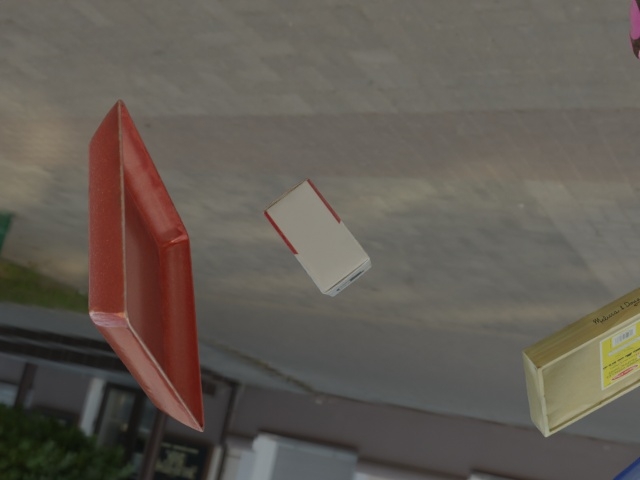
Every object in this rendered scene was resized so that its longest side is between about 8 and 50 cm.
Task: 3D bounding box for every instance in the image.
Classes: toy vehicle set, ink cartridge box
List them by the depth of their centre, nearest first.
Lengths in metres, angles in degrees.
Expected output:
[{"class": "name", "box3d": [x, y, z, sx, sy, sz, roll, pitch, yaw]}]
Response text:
[{"class": "ink cartridge box", "box3d": [0.000, 0.000, 1.246, 0.127, 0.072, 0.175, 52, -179, 5]}, {"class": "toy vehicle set", "box3d": [0.396, 0.145, 1.299, 0.266, 0.035, 0.166, -26, 136, -9]}]

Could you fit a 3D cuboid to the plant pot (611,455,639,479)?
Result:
[{"class": "plant pot", "box3d": [0.375, 0.257, 0.808, 0.236, 0.212, 0.236, 4, 133, -48]}]

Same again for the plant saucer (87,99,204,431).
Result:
[{"class": "plant saucer", "box3d": [-0.180, 0.035, 0.996, 0.047, 0.259, 0.258, -12, 146, 3]}]

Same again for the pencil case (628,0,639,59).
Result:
[{"class": "pencil case", "box3d": [0.310, -0.241, 0.802, 0.095, 0.098, 0.209, 45, 160, 33]}]
